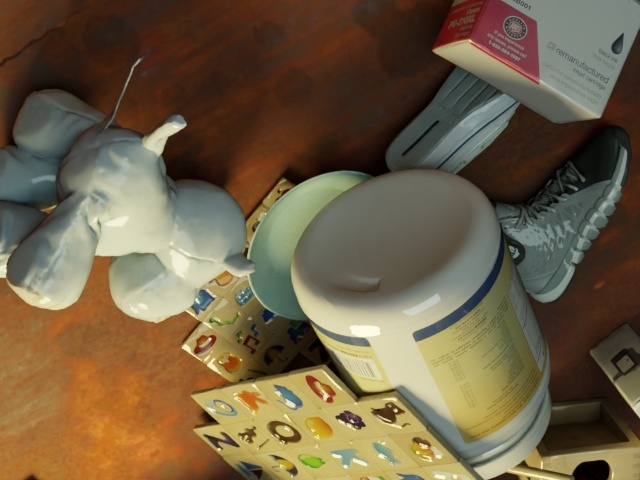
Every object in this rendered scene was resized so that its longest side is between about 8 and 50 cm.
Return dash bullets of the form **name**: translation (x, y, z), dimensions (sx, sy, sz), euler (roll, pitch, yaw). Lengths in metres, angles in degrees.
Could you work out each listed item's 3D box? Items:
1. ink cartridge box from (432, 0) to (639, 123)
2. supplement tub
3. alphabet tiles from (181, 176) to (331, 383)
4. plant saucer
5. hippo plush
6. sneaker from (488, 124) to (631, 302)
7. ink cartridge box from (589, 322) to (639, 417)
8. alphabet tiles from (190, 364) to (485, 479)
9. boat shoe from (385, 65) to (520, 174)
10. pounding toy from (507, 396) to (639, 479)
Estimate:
- **ink cartridge box**: translation (0.252, -0.268, 1.469), dimensions (0.172, 0.100, 0.237), euler (28, 82, -18)
- **supplement tub**: translation (0.123, 0.101, 1.537), dimensions (0.228, 0.228, 0.316), euler (-26, 130, 1)
- **alphabet tiles**: translation (-0.045, 0.070, 1.639), dimensions (0.198, 0.009, 0.237), euler (37, 101, -21)
- **plant saucer**: translation (0.000, 0.000, 1.577), dimensions (0.195, 0.037, 0.194), euler (-14, 125, -21)
- **hippo plush**: translation (-0.201, -0.043, 1.494), dimensions (0.294, 0.234, 0.237), euler (-48, 137, 15)
- **sneaker**: translation (0.259, -0.042, 1.610), dimensions (0.132, 0.086, 0.228), euler (19, 107, -14)
- **ink cartridge box**: translation (0.401, 0.183, 1.683), dimensions (0.063, 0.150, 0.109), euler (-39, 112, 6)
- **alphabet tiles**: translation (0.016, 0.247, 1.586), dimensions (0.343, 0.011, 0.285), euler (-16, 126, 45)
- **boat shoe**: translation (0.170, -0.143, 1.568), dimensions (0.226, 0.083, 0.076), euler (-39, 142, 3)
- **pounding toy**: translation (0.277, 0.281, 1.682), dimensions (0.206, 0.181, 0.094), euler (-5, 112, -8)
